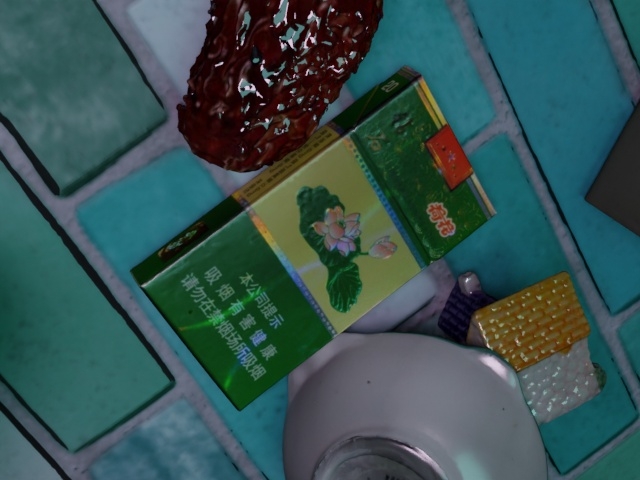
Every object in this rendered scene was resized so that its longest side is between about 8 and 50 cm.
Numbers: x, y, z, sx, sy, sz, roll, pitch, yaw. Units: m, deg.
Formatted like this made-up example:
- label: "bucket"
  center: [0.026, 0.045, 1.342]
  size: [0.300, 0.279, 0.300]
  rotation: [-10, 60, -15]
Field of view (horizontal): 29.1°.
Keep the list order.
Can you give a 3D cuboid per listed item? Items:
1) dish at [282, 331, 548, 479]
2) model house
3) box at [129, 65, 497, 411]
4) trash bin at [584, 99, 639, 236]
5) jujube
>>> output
- label: "dish"
  center: [0.046, 0.178, 0.866]
  size: [0.224, 0.078, 0.246]
  rotation: [41, 115, 5]
- label: "model house"
  center: [0.144, 0.068, 0.911]
  size: [0.088, 0.101, 0.100]
  rotation: [-25, 117, -16]
- label: "box"
  center: [0.000, 0.000, 0.851]
  size: [0.235, 0.034, 0.132]
  rotation: [-37, 122, -7]
- label: "trash bin"
  center: [0.321, -0.090, 0.891]
  size: [0.122, 0.164, 0.240]
  rotation: [24, 103, -31]
- label: "jujube"
  center: [-0.022, -0.115, 0.756]
  size: [0.104, 0.104, 0.165]
  rotation: [15, 110, -29]
